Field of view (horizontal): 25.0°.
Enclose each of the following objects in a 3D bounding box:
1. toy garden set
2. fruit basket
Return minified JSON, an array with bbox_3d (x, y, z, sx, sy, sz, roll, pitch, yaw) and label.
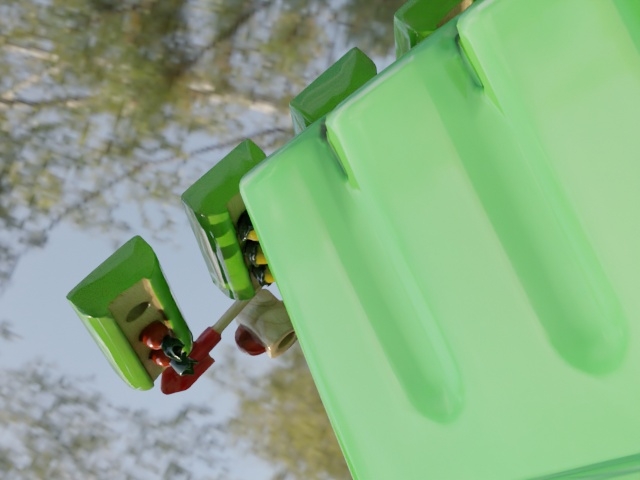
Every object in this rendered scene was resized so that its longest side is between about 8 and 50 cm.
[{"bbox_3d":[0.000,0.000,0.742,0.244,0.049,0.204,-42,-20,-13],"label":"toy garden set"},{"bbox_3d":[0.204,0.033,0.462,0.283,0.392,0.392,-39,-46,-32],"label":"fruit basket"}]
